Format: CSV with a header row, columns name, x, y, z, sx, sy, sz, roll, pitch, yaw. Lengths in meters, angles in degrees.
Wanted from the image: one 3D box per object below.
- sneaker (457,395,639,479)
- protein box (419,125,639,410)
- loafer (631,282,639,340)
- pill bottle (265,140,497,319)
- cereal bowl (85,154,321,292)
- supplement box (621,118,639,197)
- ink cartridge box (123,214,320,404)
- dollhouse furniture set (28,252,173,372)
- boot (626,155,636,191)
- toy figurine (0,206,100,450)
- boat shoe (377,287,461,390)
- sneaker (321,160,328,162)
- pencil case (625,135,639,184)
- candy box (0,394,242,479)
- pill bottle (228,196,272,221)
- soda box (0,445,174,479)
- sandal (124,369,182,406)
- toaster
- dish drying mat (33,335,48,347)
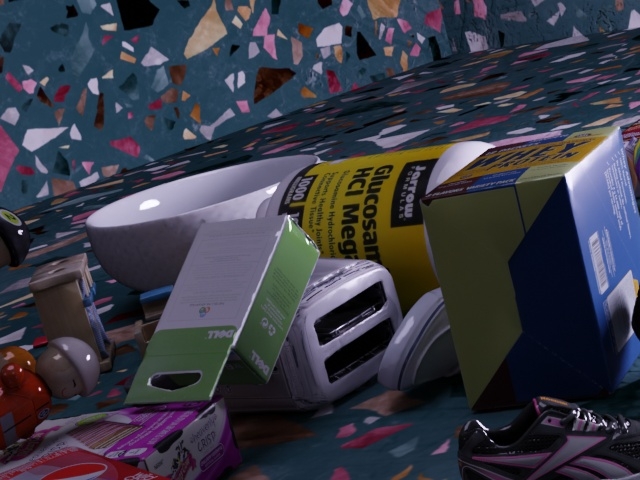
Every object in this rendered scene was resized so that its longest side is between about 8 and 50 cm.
name,x,y,z,sx,sy,sz,roll,pitch,yaw
sneaker,0.184,0.149,1.253,0.178,0.077,0.072,-15,12,-2
protein box,0.205,0.021,1.548,0.136,0.199,0.201,-9,12,25
loafer,0.317,0.077,1.424,0.078,0.080,0.220,9,20,-2
pill bottle,0.116,-0.008,1.860,0.334,0.188,0.188,-7,13,39
cereal bowl,-0.143,-0.007,2.343,0.339,0.141,0.339,-15,11,3
supplement box,0.469,-0.124,2.279,0.130,0.073,0.239,-10,11,29
ink cartridge box,-0.090,0.078,1.583,0.109,0.062,0.209,-5,50,36
dollhouse furniture set,-0.244,0.076,2.085,0.184,0.129,0.129,-17,11,-2
boot,0.233,-0.053,2.142,0.220,0.109,0.283,-5,15,45
toy figurine,-0.319,0.082,1.556,0.148,0.213,0.209,-34,11,-26
boat shoe,0.137,0.086,1.634,0.076,0.083,0.226,26,36,21
sneaker,0.041,-0.065,2.609,0.128,0.087,0.221,-4,25,12
pencil case,0.426,-0.082,2.035,0.104,0.104,0.236,-14,13,8
candy box,-0.210,0.207,1.517,0.233,0.071,0.159,-11,10,24
pill bottle,0.000,0.000,2.116,0.246,0.136,0.136,-13,11,10
soda box,-0.160,0.226,1.290,0.083,0.092,0.263,-22,13,-27
sandal,-0.123,0.123,1.922,0.097,0.054,0.254,-14,17,47
toaster,-0.018,0.090,1.709,0.146,0.129,0.227,0,19,41
dish drying mat,-0.343,0.128,2.289,0.083,0.008,0.032,-14,11,2
